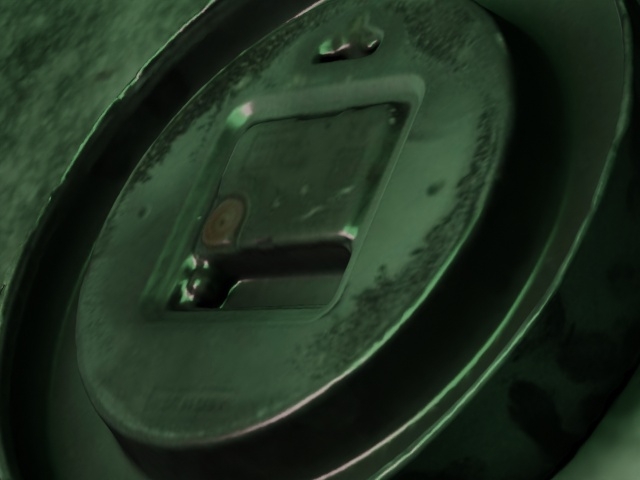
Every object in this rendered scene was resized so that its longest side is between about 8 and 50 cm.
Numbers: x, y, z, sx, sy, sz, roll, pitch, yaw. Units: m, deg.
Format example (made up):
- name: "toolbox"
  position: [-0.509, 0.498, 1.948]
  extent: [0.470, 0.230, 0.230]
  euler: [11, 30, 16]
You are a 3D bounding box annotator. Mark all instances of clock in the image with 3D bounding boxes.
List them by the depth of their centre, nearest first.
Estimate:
- name: "clock"
  position: [-0.001, 0.000, 0.696]
  extent: [0.312, 0.061, 0.313]
  euler: [-27, 41, 26]
